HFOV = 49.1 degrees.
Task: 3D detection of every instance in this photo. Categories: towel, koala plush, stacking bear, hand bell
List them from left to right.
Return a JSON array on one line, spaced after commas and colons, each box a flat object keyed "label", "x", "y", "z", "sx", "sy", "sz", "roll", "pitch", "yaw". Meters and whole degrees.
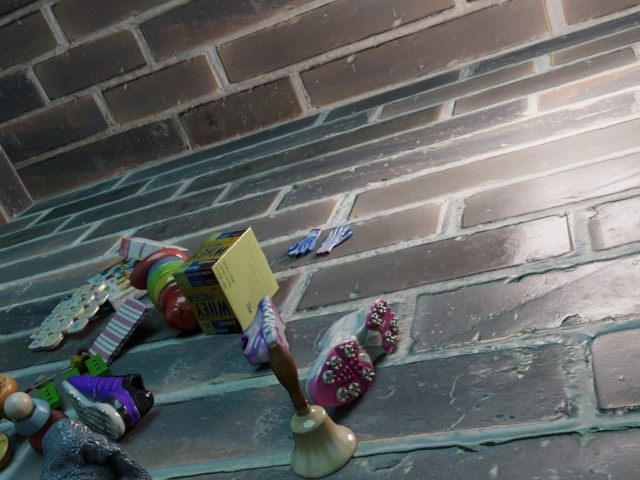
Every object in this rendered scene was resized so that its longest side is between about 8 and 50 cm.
[{"label": "koala plush", "x": -0.470, "y": 0.466, "z": 1.284, "sx": 0.196, "sy": 0.203, "sz": 0.221, "roll": -4, "pitch": 41, "yaw": 40}, {"label": "towel", "x": -0.563, "y": 0.255, "z": 1.970, "sx": 0.144, "sy": 0.029, "sz": 0.197, "roll": 11, "pitch": 62, "yaw": 55}, {"label": "stacking bear", "x": -0.398, "y": 0.150, "z": 1.946, "sx": 0.164, "sy": 0.175, "sz": 0.289, "roll": -55, "pitch": 35, "yaw": 7}, {"label": "hand bell", "x": -0.038, "y": 0.274, "z": 1.200, "sx": 0.126, "sy": 0.242, "sz": 0.126, "roll": -20, "pitch": 23, "yaw": 9}]

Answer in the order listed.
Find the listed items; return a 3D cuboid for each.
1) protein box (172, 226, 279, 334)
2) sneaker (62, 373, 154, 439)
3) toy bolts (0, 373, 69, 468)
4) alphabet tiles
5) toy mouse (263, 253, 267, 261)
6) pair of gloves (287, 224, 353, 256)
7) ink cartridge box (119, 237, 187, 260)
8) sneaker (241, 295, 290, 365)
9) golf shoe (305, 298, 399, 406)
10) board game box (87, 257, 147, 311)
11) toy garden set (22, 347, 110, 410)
[{"label": "protein box", "x": -0.243, "y": 0.106, "z": 1.833, "sx": 0.135, "sy": 0.200, "sz": 0.201, "roll": -9, "pitch": 26, "yaw": 32}, {"label": "sneaker", "x": -0.484, "y": 0.362, "z": 1.636, "sx": 0.293, "sy": 0.102, "sz": 0.146, "roll": 10, "pitch": 35, "yaw": 46}, {"label": "toy bolts", "x": -0.726, "y": 0.414, "z": 1.605, "sx": 0.228, "sy": 0.159, "sz": 0.218, "roll": 1, "pitch": 49, "yaw": 25}, {"label": "alphabet tiles", "x": -0.804, "y": 0.239, "z": 2.238, "sx": 0.277, "sy": 0.021, "sz": 0.284, "roll": -12, "pitch": 34, "yaw": 37}, {"label": "toy mouse", "x": -0.214, "y": 0.065, "z": 2.121, "sx": 0.160, "sy": 0.031, "sz": 0.143, "roll": -5, "pitch": 28, "yaw": 38}, {"label": "pair of gloves", "x": 0.000, "y": 0.000, "z": 2.077, "sx": 0.198, "sy": 0.023, "sz": 0.159, "roll": -8, "pitch": 27, "yaw": 34}, {"label": "ink cartridge box", "x": -0.560, "y": 0.039, "z": 2.360, "sx": 0.198, "sy": 0.067, "sz": 0.115, "roll": 11, "pitch": 3, "yaw": 18}, {"label": "sneaker", "x": -0.139, "y": 0.214, "z": 1.642, "sx": 0.104, "sy": 0.095, "sz": 0.236, "roll": -29, "pitch": 23, "yaw": 5}, {"label": "golf shoe", "x": 0.045, "y": 0.235, "z": 1.413, "sx": 0.140, "sy": 0.115, "sz": 0.306, "roll": -19, "pitch": 14, "yaw": 39}, {"label": "board game box", "x": -0.654, "y": 0.135, "z": 2.358, "sx": 0.193, "sy": 0.053, "sz": 0.305, "roll": -34, "pitch": 24, "yaw": -23}, {"label": "toy garden set", "x": -0.676, "y": 0.383, "z": 1.832, "sx": 0.244, "sy": 0.049, "sz": 0.203, "roll": -32, "pitch": 26, "yaw": -20}]
